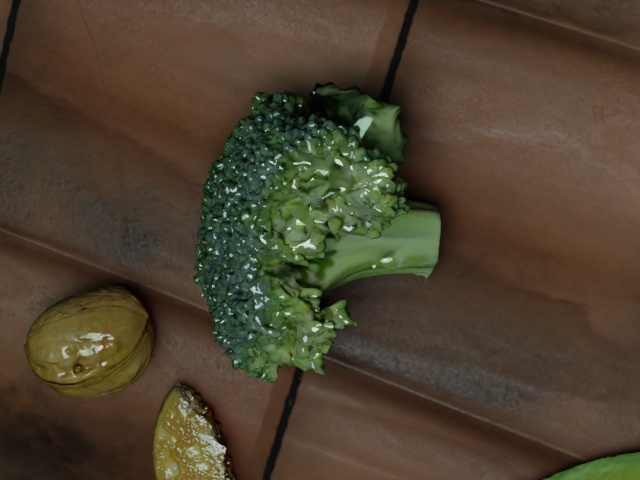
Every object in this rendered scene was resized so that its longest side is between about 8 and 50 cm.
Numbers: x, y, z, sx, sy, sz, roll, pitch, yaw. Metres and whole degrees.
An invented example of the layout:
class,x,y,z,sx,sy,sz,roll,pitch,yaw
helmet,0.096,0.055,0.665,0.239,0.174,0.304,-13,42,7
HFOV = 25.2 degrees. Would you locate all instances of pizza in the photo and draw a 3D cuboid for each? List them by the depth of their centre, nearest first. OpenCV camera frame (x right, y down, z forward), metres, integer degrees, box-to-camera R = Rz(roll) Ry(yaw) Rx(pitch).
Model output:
class,x,y,z,sx,sy,sz,roll,pitch,yaw
pizza,-0.163,0.311,1.922,0.127,0.058,0.246,-24,95,21

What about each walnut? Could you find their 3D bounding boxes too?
class,x,y,z,sx,sy,sz,roll,pitch,yaw
walnut,-0.303,0.138,1.878,0.180,0.144,0.144,-12,101,10

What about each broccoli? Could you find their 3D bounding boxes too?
class,x,y,z,sx,sy,sz,roll,pitch,yaw
broccoli,-0.019,-0.012,1.694,0.317,0.277,0.338,-24,106,0

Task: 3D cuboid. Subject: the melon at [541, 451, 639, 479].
class,x,y,z,sx,sy,sz,roll,pitch,yaw
melon,0.339,0.366,1.762,0.323,0.124,0.196,-8,101,23
